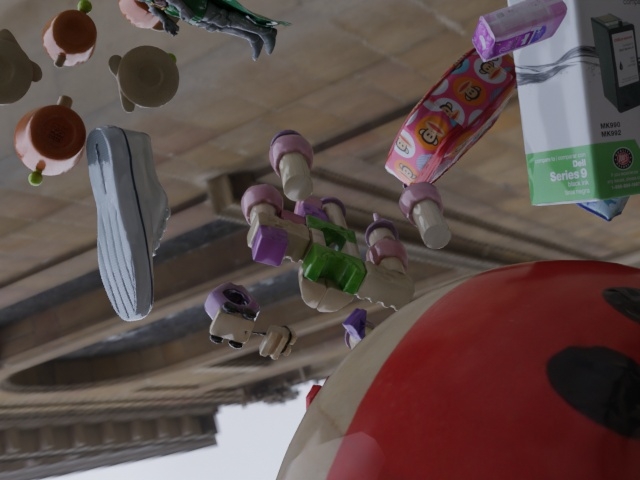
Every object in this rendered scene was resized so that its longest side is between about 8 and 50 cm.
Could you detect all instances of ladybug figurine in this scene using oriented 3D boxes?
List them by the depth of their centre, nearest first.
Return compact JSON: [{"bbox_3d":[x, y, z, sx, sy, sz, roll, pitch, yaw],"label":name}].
[{"bbox_3d":[0.147,0.150,0.518,0.449,0.162,0.305,-31,-93,-49],"label":"ladybug figurine"}]

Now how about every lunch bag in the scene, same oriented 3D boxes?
[{"bbox_3d":[0.249,-0.226,1.943,0.120,0.258,0.293,42,-117,8],"label":"lunch bag"},{"bbox_3d":[0.548,-0.131,2.018,0.151,0.129,0.096,33,-150,25],"label":"lunch bag"}]

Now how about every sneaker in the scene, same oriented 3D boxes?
[{"bbox_3d":[-0.238,-0.026,1.324,0.091,0.094,0.258,-5,-93,-41],"label":"sneaker"}]

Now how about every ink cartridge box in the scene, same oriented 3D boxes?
[{"bbox_3d":[0.360,-0.200,1.262,0.211,0.121,0.289,-9,-87,-30],"label":"ink cartridge box"}]

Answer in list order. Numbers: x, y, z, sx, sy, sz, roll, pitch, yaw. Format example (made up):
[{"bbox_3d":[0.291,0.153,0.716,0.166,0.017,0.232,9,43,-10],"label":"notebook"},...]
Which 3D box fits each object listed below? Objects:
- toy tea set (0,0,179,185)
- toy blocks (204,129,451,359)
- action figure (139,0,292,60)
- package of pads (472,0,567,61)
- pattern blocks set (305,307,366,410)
[{"bbox_3d":[-0.319,-0.231,1.390,0.336,0.124,0.200,-35,-80,-20],"label":"toy tea set"},{"bbox_3d":[0.000,0.000,1.566,0.288,0.309,0.260,19,-156,-17],"label":"toy blocks"},{"bbox_3d":[-0.163,-0.282,1.201,0.232,0.137,0.063,20,-99,-22],"label":"action figure"},{"bbox_3d":[0.190,-0.205,0.967,0.050,0.083,0.032,98,149,-70],"label":"package of pads"},{"bbox_3d":[0.077,0.236,1.453,0.285,0.026,0.325,-60,-38,-37],"label":"pattern blocks set"}]
